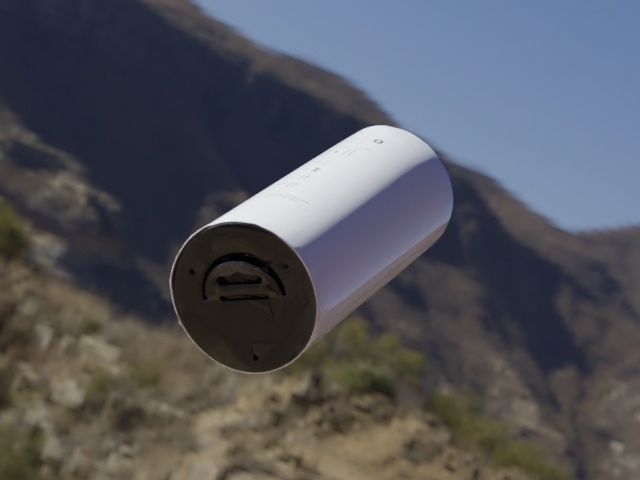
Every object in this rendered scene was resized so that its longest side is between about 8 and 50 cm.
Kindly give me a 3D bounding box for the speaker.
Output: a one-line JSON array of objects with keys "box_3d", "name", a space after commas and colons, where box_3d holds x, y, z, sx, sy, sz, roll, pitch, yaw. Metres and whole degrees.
[{"box_3d": [0.000, 0.000, 0.674, 0.055, 0.055, 0.136, 21, 23, 16], "name": "speaker"}]
